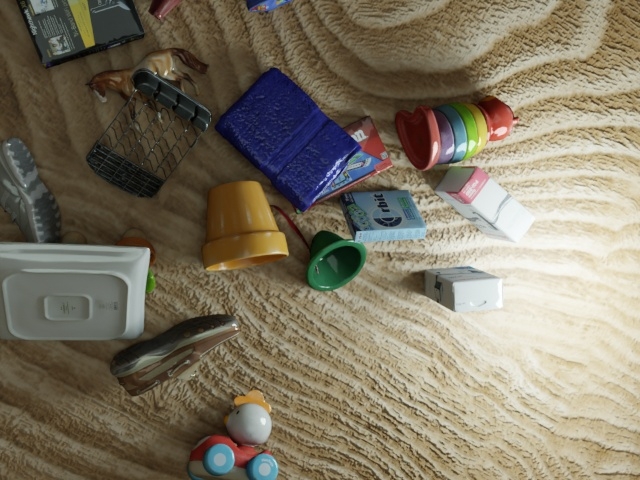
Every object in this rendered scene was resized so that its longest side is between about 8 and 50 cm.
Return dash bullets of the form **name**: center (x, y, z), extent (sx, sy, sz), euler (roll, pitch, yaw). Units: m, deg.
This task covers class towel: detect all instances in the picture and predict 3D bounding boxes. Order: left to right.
- **towel**: center (-0.080, -0.248, 1.892), extent (0.308, 0.076, 0.227), euler (44, 78, -5)

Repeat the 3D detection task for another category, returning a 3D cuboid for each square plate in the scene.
- **square plate**: center (-0.566, 0.132, 1.728), extent (0.344, 0.049, 0.347), euler (2, 139, -14)

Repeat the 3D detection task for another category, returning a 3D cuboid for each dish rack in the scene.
- **dish rack**: center (-0.406, -0.237, 1.800), extent (0.208, 0.074, 0.271), euler (32, 108, -26)

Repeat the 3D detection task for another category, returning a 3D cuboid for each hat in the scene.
- **hat**: center (0.000, 0.000, 1.984), extent (0.173, 0.183, 0.208), euler (-26, 142, -11)

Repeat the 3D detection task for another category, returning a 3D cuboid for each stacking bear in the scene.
- **stacking bear**: center (0.367, -0.290, 1.978), extent (0.289, 0.175, 0.164), euler (-17, 98, -19)

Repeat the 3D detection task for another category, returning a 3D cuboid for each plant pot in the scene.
- **plant pot**: center (-0.193, -0.038, 1.852), extent (0.205, 0.205, 0.187), euler (-9, 83, -13)

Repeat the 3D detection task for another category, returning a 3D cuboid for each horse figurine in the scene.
- **horse figurine**: center (-0.394, -0.373, 1.818), extent (0.263, 0.066, 0.174), euler (-36, 110, -5)

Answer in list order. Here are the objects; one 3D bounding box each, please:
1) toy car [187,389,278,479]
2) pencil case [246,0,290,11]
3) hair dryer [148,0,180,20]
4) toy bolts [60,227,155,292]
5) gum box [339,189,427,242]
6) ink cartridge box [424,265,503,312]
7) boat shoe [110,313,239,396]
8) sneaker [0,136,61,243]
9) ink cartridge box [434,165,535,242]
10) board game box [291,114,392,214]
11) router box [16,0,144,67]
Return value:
- **toy car**: center (-0.207, 0.486, 1.925), extent (0.210, 0.219, 0.237), euler (17, 63, -15)
- **pencil case**: center (-0.141, -0.699, 1.813), extent (0.133, 0.119, 0.306), euler (-10, 101, 10)
- **hair dryer**: center (-0.377, -0.662, 1.798), extent (0.224, 0.080, 0.293), euler (-6, 92, 2)
- **toy bolts**: center (-0.518, 0.068, 1.826), extent (0.229, 0.158, 0.218), euler (8, 138, -21)
- **gum box**: center (0.156, -0.063, 1.949), extent (0.185, 0.157, 0.041), euler (-3, 132, -15)
- **ink cartridge box**: center (0.369, 0.124, 2.003), extent (0.140, 0.191, 0.082), euler (-4, 97, -14)
- **boat shoe**: center (-0.345, 0.280, 1.887), extent (0.324, 0.123, 0.116), euler (-22, 108, -4)
- **sneaker**: center (-0.691, -0.093, 1.775), extent (0.115, 0.105, 0.281), euler (-13, 103, 18)
- **ink cartridge box**: center (0.426, -0.095, 2.008), extent (0.218, 0.158, 0.092), euler (36, 85, -15)
- **board game box**: center (0.032, -0.194, 1.966), extent (0.281, 0.027, 0.145), euler (-28, 101, -9)
- **router box**: center (-0.566, -0.575, 1.741), extent (0.243, 0.081, 0.308), euler (-21, 101, -11)
